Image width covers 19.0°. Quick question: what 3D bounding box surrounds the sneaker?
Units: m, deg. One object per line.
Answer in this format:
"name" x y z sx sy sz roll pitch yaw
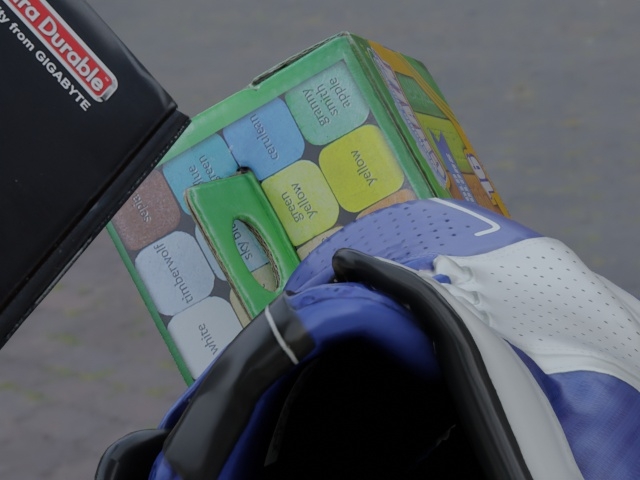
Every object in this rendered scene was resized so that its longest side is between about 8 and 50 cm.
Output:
"sneaker" 0.031 0.053 0.532 0.127 0.182 0.315 -40 30 11

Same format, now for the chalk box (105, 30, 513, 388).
"chalk box" 0.000 0.000 0.814 0.132 0.132 0.213 -28 -5 12

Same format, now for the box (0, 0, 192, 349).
"box" -0.150 -0.046 0.366 0.051 0.220 0.175 -27 19 45
